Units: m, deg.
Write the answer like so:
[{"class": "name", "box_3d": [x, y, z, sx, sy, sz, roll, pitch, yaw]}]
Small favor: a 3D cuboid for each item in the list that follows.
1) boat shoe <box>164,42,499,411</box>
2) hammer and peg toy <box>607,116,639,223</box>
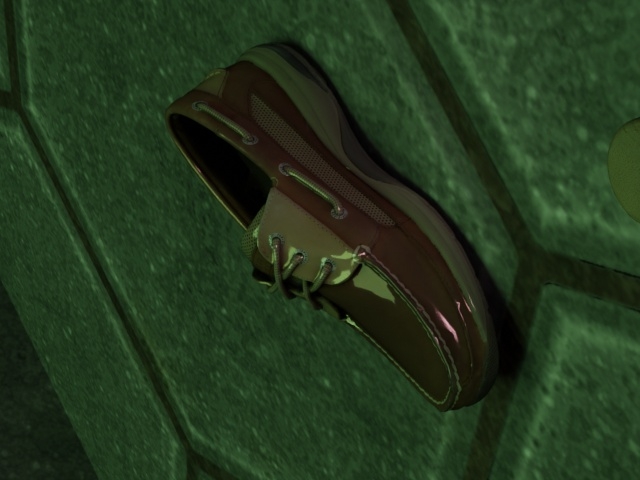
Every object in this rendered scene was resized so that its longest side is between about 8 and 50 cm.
[{"class": "boat shoe", "box_3d": [0.000, 0.000, 1.099, 0.324, 0.116, 0.123, 51, 151, 28]}, {"class": "hammer and peg toy", "box_3d": [0.217, -0.068, 0.618, 0.361, 0.127, 0.266, 15, 125, 58]}]
